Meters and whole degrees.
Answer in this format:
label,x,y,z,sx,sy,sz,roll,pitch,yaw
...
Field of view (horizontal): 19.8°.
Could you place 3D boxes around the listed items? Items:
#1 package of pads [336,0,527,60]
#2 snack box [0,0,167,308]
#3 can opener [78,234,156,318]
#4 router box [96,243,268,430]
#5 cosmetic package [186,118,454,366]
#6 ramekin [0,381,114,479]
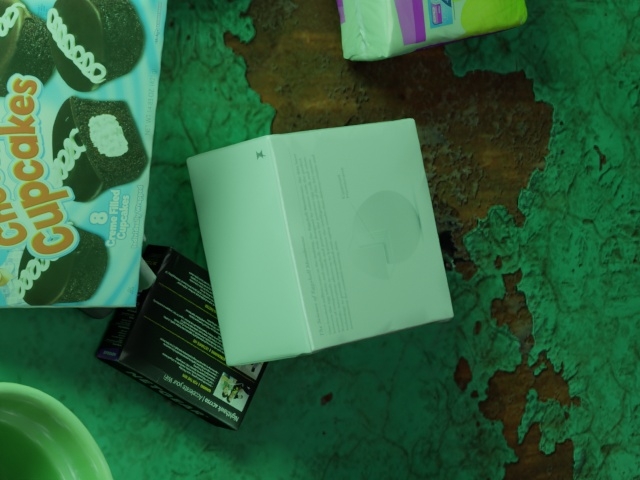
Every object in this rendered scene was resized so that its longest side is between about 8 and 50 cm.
label,x,y,z,sx,sy,sz,roll,pitch,yaw
package of pads,0.116,-0.366,2.059,0.229,0.101,0.296,-17,104,-36
snack box,-0.252,-0.091,1.708,0.187,0.060,0.322,0,114,-18
can opener,-0.256,-0.045,1.799,0.093,0.074,0.280,-44,118,-28
router box,-0.133,0.103,1.924,0.179,0.046,0.133,35,71,-35
cosmetic package,0.000,0.000,1.931,0.224,0.138,0.224,-9,88,-47
ramekin,-0.331,0.286,1.668,0.303,0.148,0.303,18,67,-51
